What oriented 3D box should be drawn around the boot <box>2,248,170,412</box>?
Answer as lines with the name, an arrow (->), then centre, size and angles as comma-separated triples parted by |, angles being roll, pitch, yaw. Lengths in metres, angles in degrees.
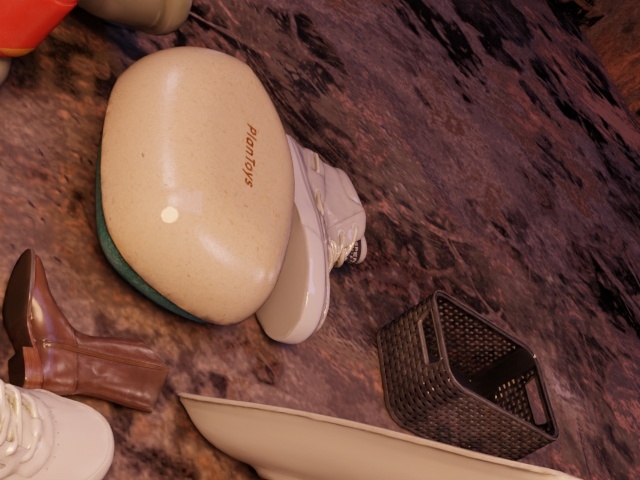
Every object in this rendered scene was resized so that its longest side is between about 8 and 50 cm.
boot -> -0.160, 0.065, 0.614 | 0.114, 0.037, 0.106 | 15, 59, -42

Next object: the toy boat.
toy boat -> -0.155, -0.085, 0.707 | 0.318, 0.148, 0.268 | 42, 35, -32

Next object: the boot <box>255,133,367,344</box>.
boot -> 0.000, 0.000, 0.847 | 0.123, 0.095, 0.258 | 22, 39, -31

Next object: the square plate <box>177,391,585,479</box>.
square plate -> 0.116, 0.190, 0.625 | 0.347, 0.344, 0.049 | 28, 72, -36

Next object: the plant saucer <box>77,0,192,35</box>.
plant saucer -> -0.250, -0.331, 0.707 | 0.100, 0.400, 0.400 | -34, 85, -17

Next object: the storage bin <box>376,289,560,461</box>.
storage bin -> 0.152, 0.148, 0.913 | 0.180, 0.084, 0.122 | 32, 34, -32

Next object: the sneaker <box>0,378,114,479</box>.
sneaker -> -0.193, 0.098, 0.451 | 0.232, 0.115, 0.090 | 16, 45, -46
